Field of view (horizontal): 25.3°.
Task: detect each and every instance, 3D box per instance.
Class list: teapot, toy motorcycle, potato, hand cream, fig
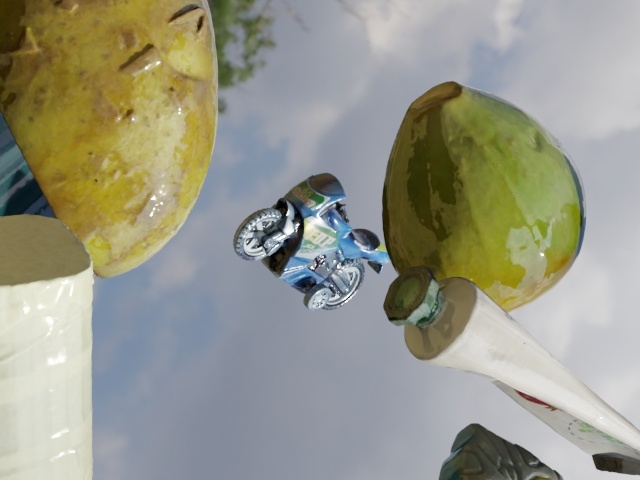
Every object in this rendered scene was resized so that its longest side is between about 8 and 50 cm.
[{"bbox_3d":[-0.162,0.087,0.722,0.107,0.077,0.200,38,-49,51],"label":"teapot"},{"bbox_3d":[0.000,0.000,1.638,0.135,0.254,0.092,-49,-126,4],"label":"toy motorcycle"},{"bbox_3d":[-0.164,-0.121,1.058,0.141,0.176,0.298,24,62,-81],"label":"potato"},{"bbox_3d":[0.184,0.126,1.206,0.121,0.336,0.076,5,-117,56],"label":"hand cream"},{"bbox_3d":[0.160,-0.044,1.397,0.207,0.207,0.230,-159,-115,-66],"label":"fig"}]

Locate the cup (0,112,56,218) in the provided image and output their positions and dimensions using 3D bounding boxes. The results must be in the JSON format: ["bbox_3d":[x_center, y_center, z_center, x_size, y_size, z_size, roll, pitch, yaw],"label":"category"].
[{"bbox_3d":[-0.410,-0.021,1.261,0.292,0.308,0.242,-48,158,-48],"label":"cup"}]

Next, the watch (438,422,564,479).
[{"bbox_3d":[0.112,0.327,1.211,0.274,0.241,0.305,-44,-130,53],"label":"watch"}]
